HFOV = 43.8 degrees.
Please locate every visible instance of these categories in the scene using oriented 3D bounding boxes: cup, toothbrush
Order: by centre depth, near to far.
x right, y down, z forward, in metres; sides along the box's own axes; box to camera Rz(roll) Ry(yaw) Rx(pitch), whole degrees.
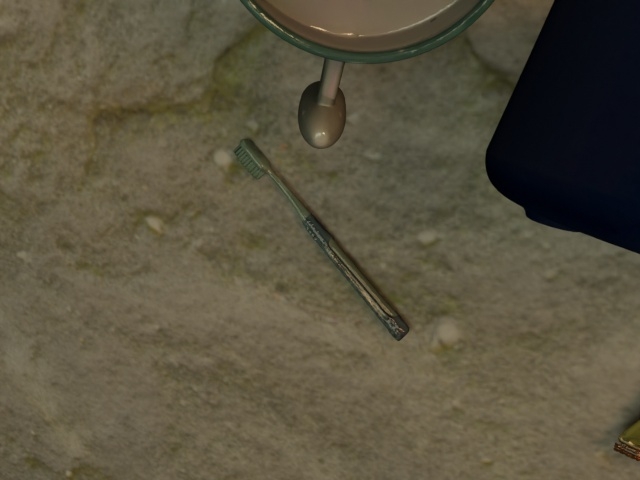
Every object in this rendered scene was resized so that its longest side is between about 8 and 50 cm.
[{"bbox_3d":[0.026,-0.206,0.481,0.167,0.173,0.299,10,117,-3],"label":"cup"},{"bbox_3d":[0.000,0.000,0.686,0.219,0.016,0.019,49,124,-1],"label":"toothbrush"}]

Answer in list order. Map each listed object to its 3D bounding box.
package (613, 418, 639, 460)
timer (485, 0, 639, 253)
[{"bbox_3d":[0.298,0.139,0.596,0.108,0.031,0.120,26,120,14],"label":"package"},{"bbox_3d":[0.257,-0.171,0.384,0.270,0.270,0.383,17,102,18],"label":"timer"}]
